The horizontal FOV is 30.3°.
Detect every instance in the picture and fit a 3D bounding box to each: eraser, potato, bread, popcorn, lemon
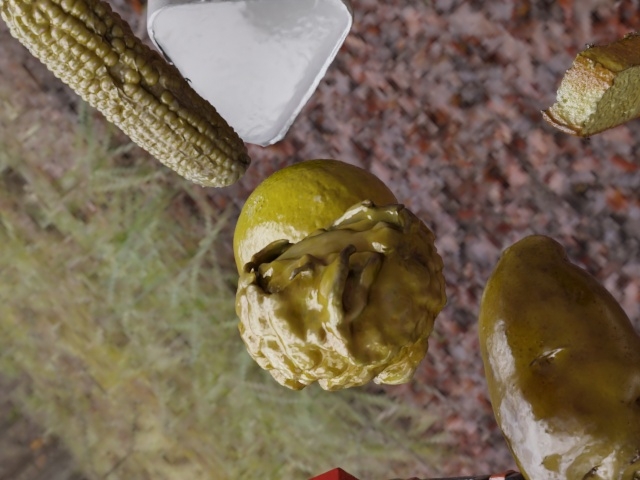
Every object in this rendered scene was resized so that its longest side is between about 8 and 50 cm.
[{"bbox_3d":[-0.113,-0.313,1.970,0.150,0.331,0.331,-97,-13,-48],"label":"eraser"},{"bbox_3d":[0.302,0.163,1.458,0.195,0.176,0.369,119,139,-50],"label":"potato"},{"bbox_3d":[0.346,-0.184,1.409,0.065,0.187,0.103,43,131,30],"label":"bread"},{"bbox_3d":[0.025,0.069,1.342,0.250,0.250,0.190,25,146,46],"label":"popcorn"},{"bbox_3d":[-0.003,0.001,1.648,0.263,0.236,0.236,-33,101,32],"label":"lemon"}]

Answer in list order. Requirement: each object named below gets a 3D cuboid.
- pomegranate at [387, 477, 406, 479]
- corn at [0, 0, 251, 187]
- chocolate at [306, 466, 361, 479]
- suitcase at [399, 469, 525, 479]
[{"bbox_3d":[0.122,0.445,1.885,0.143,0.169,0.122,35,-148,-59],"label":"pomegranate"},{"bbox_3d":[-0.175,-0.147,1.071,0.288,0.086,0.086,43,165,-29],"label":"corn"},{"bbox_3d":[-0.054,0.604,2.100,0.161,0.341,0.360,52,-156,-29],"label":"chocolate"},{"bbox_3d":[0.206,0.437,1.678,0.285,0.066,0.206,-15,82,43],"label":"suitcase"}]
